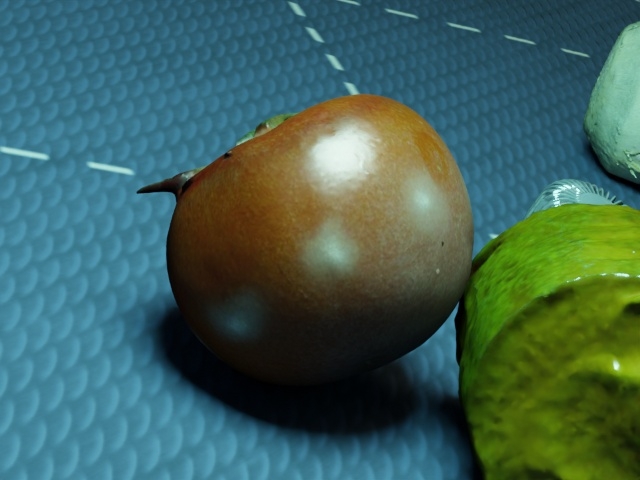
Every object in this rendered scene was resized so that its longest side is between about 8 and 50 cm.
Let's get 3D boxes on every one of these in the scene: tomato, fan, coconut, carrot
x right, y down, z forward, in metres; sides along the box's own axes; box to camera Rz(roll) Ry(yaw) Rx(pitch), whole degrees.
[{"bbox_3d":[0.000,0.000,1.571,0.256,0.256,0.224,-8,70,-47],"label":"tomato"},{"bbox_3d":[0.257,0.016,1.968,0.130,0.074,0.244,34,31,7],"label":"fan"},{"bbox_3d":[0.444,-0.157,2.309,0.234,0.224,0.224,25,24,8],"label":"coconut"},{"bbox_3d":[0.228,0.113,1.517,0.241,0.241,0.340,16,19,-8],"label":"carrot"}]
